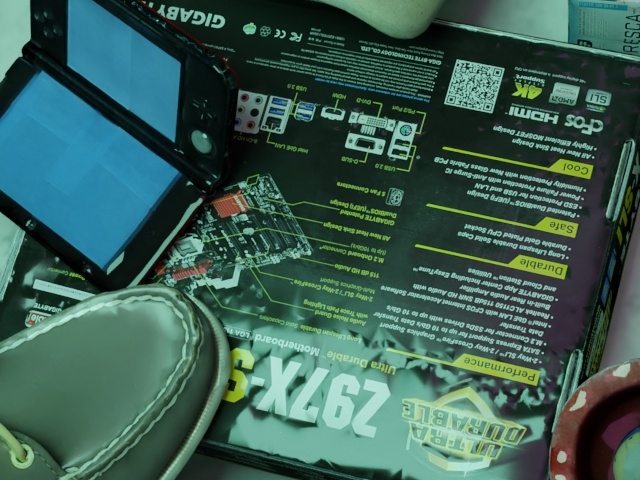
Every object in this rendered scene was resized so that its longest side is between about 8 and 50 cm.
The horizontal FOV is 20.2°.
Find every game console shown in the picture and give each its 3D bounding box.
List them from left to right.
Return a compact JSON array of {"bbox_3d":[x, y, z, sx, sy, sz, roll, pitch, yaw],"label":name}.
[{"bbox_3d":[-0.124,-0.064,0.941,0.144,0.124,0.085,36,55,20],"label":"game console"}]

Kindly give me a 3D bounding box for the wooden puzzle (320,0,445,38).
[{"bbox_3d":[-0.038,-0.275,1.043,0.347,0.080,0.322,24,60,13],"label":"wooden puzzle"}]

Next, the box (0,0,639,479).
[{"bbox_3d":[0.000,0.000,0.977,0.322,0.079,0.257,12,76,15],"label":"box"}]

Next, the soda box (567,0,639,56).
[{"bbox_3d":[0.178,-0.186,0.992,0.063,0.058,0.183,6,60,12],"label":"soda box"}]

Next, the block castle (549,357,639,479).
[{"bbox_3d":[0.151,0.307,0.733,0.303,0.213,0.453,28,91,17],"label":"block castle"}]

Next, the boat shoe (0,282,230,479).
[{"bbox_3d":[-0.186,0.122,0.869,0.324,0.097,0.116,-34,66,-9],"label":"boat shoe"}]
